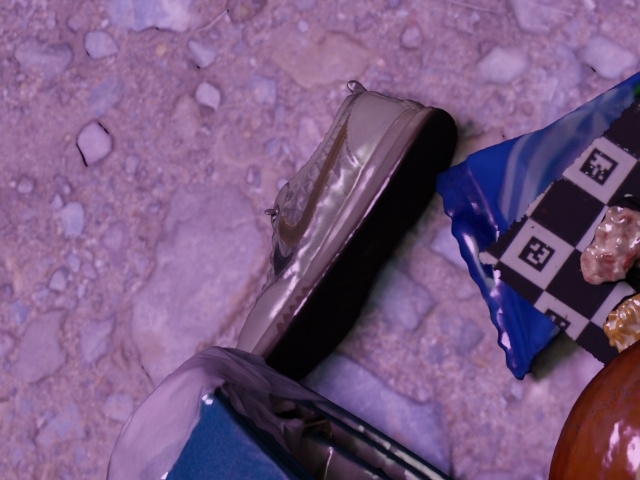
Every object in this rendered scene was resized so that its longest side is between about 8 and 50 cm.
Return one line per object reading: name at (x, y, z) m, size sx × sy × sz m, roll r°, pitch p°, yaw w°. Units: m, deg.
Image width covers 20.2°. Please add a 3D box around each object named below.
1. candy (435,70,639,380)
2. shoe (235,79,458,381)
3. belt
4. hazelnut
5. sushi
candy at (0.247, -0.045, 1.317) m, size 0.331 × 0.077 × 0.187 m, roll -27°, pitch 68°, yaw 23°
shoe at (0.000, 0.000, 1.421) m, size 0.098 × 0.103 × 0.275 m, roll 33°, pitch 90°, yaw 29°
belt at (0.043, 0.245, 1.236) m, size 0.436 × 0.300 × 0.173 m, roll 32°, pitch 95°, yaw 25°
hazelnut at (0.261, 0.161, 1.204) m, size 0.181 × 0.212 × 0.181 m, roll -58°, pitch 27°, yaw 37°
sushi at (0.244, 0.025, 1.254) m, size 0.210 × 0.040 × 0.193 m, roll 42°, pitch 114°, yaw -2°
